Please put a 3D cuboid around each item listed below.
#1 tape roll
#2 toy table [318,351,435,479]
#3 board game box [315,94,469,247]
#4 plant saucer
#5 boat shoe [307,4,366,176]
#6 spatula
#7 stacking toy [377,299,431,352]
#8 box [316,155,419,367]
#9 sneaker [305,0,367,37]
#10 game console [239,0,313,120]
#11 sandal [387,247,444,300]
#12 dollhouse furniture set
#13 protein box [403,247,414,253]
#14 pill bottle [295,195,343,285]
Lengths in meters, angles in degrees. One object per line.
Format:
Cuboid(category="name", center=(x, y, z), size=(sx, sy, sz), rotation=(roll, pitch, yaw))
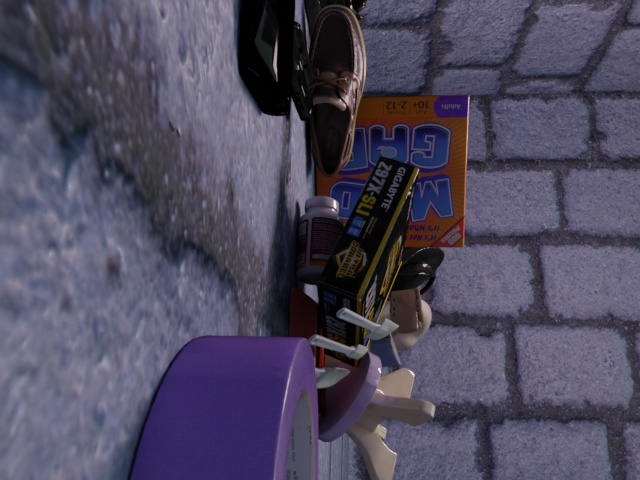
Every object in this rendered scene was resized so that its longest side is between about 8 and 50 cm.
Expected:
Cuboid(category="tape roll", center=(-0.058, 0.214, 0.425), size=(0.275, 0.090, 0.275), rotation=(-1, 90, -84))
Cuboid(category="toy table", center=(0.099, 0.347, 1.098), size=(0.252, 0.160, 0.274), rotation=(-65, -171, -27))
Cuboid(category="board game box", center=(0.181, -0.195, 1.429), size=(0.356, 0.355, 0.357), rotation=(-67, 156, -75))
Cuboid(category="plant saucer", center=(-0.019, 0.229, 1.014), size=(0.259, 0.047, 0.259), rotation=(63, 27, -76))
Cuboid(category="boat shoe", center=(0.026, -0.298, 1.110), size=(0.123, 0.123, 0.342), rotation=(-75, 171, -68))
Cuboid(category="spatula", center=(0.029, 0.172, 0.844), size=(0.019, 0.168, 0.242), rotation=(55, 10, 27))
Cuboid(category="stacking toy", center=(0.157, 0.156, 1.944), size=(0.351, 0.350, 0.480), rotation=(83, -10, -50))
Cuboid(category="box", center=(0.083, 0.052, 0.959), size=(0.322, 0.079, 0.257), rotation=(86, 29, -59))
Cuboid(category="sneaker", center=(0.040, -0.481, 1.176), size=(0.227, 0.130, 0.087), rotation=(76, 17, -75))
Cuboid(category="game console", center=(-0.048, -0.256, 0.747), size=(0.361, 0.043, 0.214), rotation=(51, 41, -80))
Cuboid(category="sandal", center=(0.241, 0.125, 1.614), size=(0.445, 0.107, 0.168), rotation=(-14, 133, -42))
Cuboid(category="dollhouse furniture set", center=(0.137, 0.307, 1.374), size=(0.198, 0.286, 0.304), rotation=(-84, 160, -45))
Cuboid(category="protein box", center=(0.211, -0.044, 1.778), size=(0.200, 0.135, 0.201), rotation=(125, -35, -63))
Cuboid(category="pill bottle", center=(0.000, 0.000, 0.996), size=(0.086, 0.085, 0.152), rotation=(76, 16, -67))
